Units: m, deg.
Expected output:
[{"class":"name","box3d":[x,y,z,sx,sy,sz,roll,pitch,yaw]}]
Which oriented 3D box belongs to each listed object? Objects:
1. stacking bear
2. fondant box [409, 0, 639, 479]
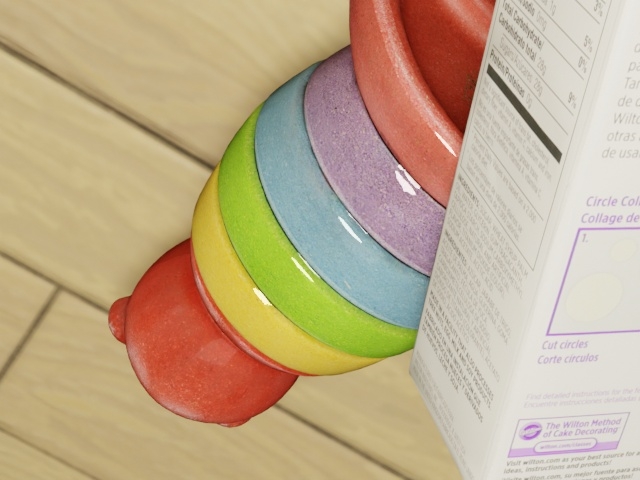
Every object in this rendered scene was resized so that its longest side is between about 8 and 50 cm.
[{"class":"stacking bear","box3d":[0.000,0.000,0.746,0.175,0.164,0.289,37,127,-16]},{"class":"fondant box","box3d":[0.188,-0.049,0.562,0.238,0.096,0.330,-2,127,-18]}]
